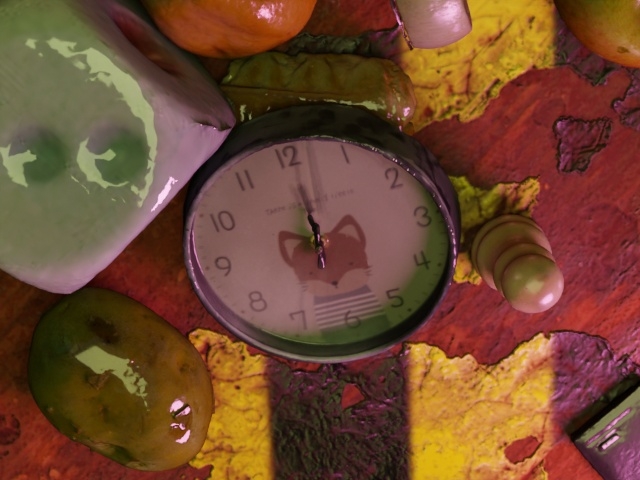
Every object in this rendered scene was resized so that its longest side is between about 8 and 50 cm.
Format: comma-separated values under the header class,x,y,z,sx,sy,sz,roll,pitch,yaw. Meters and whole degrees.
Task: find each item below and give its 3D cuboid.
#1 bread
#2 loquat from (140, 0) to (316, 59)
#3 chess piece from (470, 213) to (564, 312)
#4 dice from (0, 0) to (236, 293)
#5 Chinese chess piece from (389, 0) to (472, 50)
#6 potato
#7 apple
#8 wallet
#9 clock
class,x,y,z,sx,sy,sz,roll,pitch,yaw
bread,-0.006,-0.151,1.804,0.231,0.088,0.128,1,98,1
loquat,-0.105,-0.290,1.695,0.234,0.176,0.187,20,135,-41
chess piece,0.232,0.037,1.824,0.094,0.170,0.094,-1,108,-3
dice,-0.272,-0.124,1.686,0.268,0.265,0.262,44,104,-9
Chinese chess piece,0.110,-0.302,1.711,0.083,0.188,0.188,-16,107,8
potato,-0.232,0.165,1.848,0.186,0.148,0.253,-22,116,19
apple,0.367,-0.304,1.699,0.246,0.226,0.246,0,117,0
wallet,0.434,0.297,1.987,0.124,0.025,0.244,-40,104,7
clock,0.000,0.000,1.808,0.325,0.067,0.325,2,123,3
